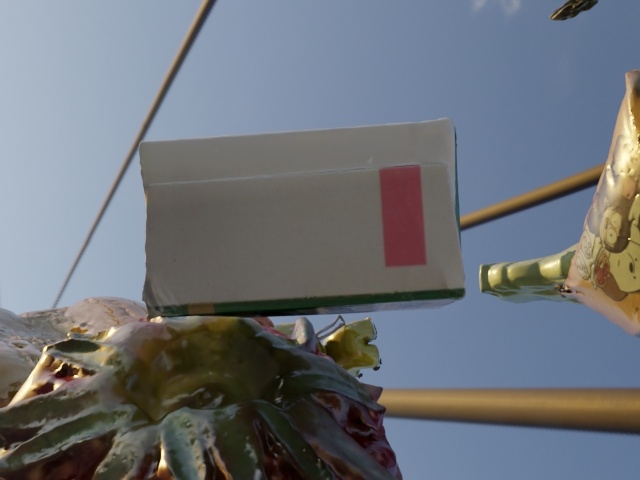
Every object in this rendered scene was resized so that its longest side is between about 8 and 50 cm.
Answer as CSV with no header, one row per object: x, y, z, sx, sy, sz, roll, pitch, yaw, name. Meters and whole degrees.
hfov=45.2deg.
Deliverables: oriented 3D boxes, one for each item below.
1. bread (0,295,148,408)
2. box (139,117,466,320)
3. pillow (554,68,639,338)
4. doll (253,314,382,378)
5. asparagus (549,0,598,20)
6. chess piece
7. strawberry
-0.316,0.200,0.853,0.394,0.360,0.250,18,-79,52,bread
0.000,0.000,0.404,0.135,0.199,0.081,-3,-94,6,box
0.398,0.007,0.804,0.312,0.119,0.310,44,-47,46,pillow
-0.026,0.182,1.216,0.135,0.220,0.143,142,-55,-58,doll
0.387,-0.349,0.978,0.034,0.027,0.236,53,-45,3,asparagus
0.424,0.061,1.306,0.298,0.175,0.176,-14,-80,50,chess piece
-0.083,0.221,0.517,0.292,0.292,0.344,23,-59,30,strawberry
